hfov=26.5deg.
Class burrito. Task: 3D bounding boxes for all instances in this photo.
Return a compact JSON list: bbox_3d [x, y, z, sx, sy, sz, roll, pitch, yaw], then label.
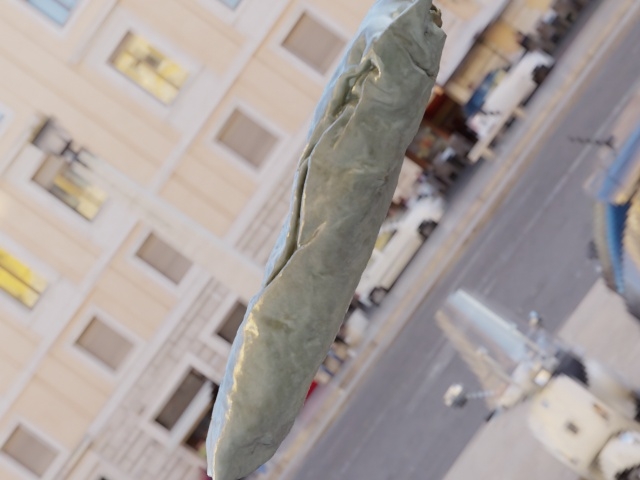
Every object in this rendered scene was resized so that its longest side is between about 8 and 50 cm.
[{"bbox_3d":[0.000,0.000,1.002,0.117,0.076,0.392,-75,6,-78],"label":"burrito"}]
